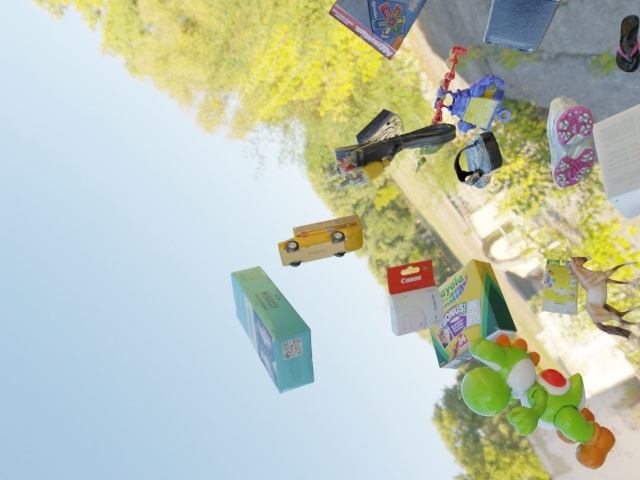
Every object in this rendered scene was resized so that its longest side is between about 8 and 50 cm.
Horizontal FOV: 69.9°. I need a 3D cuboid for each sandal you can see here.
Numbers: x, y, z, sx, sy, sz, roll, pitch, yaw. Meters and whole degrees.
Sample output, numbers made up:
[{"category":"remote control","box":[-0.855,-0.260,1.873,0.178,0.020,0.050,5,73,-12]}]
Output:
[{"category":"sandal","box":[0.524,-0.272,1.586,0.446,0.107,0.167,16,-124,-77]},{"category":"sandal","box":[0.984,-0.627,1.465,0.040,0.067,0.179,-15,-76,-51]}]

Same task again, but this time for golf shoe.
[{"category":"golf shoe","box":[0.743,-0.296,1.376,0.140,0.115,0.306,-91,-16,-44]}]

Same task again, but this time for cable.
[{"category":"cable","box":[0.146,-0.183,0.968,0.139,0.287,0.072,37,142,56]}]

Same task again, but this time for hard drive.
[{"category":"hard drive","box":[0.204,-0.365,1.580,0.054,0.172,0.255,50,-166,11]}]

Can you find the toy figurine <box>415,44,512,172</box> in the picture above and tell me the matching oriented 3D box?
[{"category":"toy figurine","box":[0.426,-0.344,1.309,0.362,0.217,0.191,98,-172,-48]}]

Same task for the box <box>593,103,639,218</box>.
[{"category":"box","box":[1.126,-0.285,1.612,0.168,0.215,0.345,28,-124,-32]}]

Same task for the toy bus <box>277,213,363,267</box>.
[{"category":"toy bus","box":[0.000,0.000,1.786,0.108,0.333,0.130,82,174,-48]}]

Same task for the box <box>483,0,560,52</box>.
[{"category":"box","box":[0.624,-0.764,1.333,0.183,0.296,0.294,20,-179,15]}]

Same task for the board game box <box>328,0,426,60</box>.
[{"category":"board game box","box":[0.128,-0.478,0.927,0.145,0.027,0.281,34,-129,-7]}]

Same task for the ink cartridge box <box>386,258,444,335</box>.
[{"category":"ink cartridge box","box":[0.329,0.198,1.587,0.066,0.189,0.232,-149,51,-67]}]

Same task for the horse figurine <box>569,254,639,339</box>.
[{"category":"horse figurine","box":[0.850,0.167,1.361,0.066,0.175,0.263,1,-97,-59]}]

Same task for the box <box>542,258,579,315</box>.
[{"category":"box","box":[0.804,0.154,1.531,0.043,0.105,0.179,5,-91,-58]}]

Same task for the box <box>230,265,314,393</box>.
[{"category":"box","box":[-0.088,0.138,0.774,0.244,0.060,0.100,-141,43,-58]}]

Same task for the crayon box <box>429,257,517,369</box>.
[{"category":"crayon box","box":[0.586,0.305,1.865,0.106,0.363,0.313,11,-131,-24]}]

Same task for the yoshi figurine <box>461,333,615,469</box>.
[{"category":"yoshi figurine","box":[0.474,0.384,1.074,0.362,0.203,0.203,38,-131,-2]}]
